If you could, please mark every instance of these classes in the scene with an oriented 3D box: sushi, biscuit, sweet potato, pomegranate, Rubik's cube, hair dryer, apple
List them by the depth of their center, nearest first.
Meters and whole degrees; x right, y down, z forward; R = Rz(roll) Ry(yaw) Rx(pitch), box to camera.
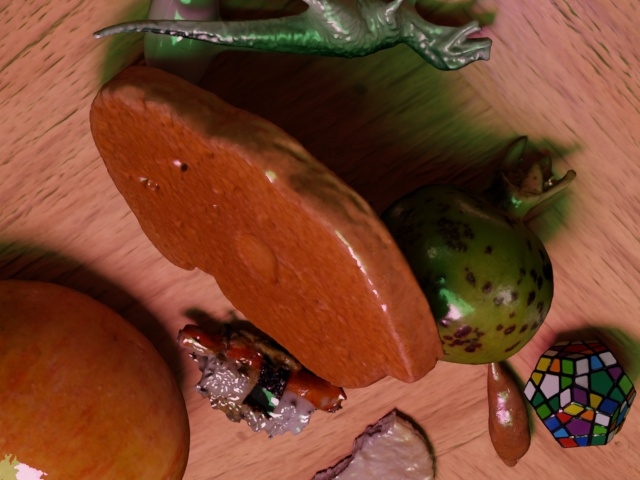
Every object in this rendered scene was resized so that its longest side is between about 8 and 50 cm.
[{"bbox_3d":[-0.049,-0.239,1.360,0.237,0.075,0.206,10,125,-7],"label":"hair dryer"},{"bbox_3d":[-0.060,-0.013,1.387,0.455,0.078,0.349,36,159,22],"label":"biscuit"},{"bbox_3d":[0.156,0.012,1.440,0.211,0.211,0.263,28,100,-13],"label":"pomegranate"},{"bbox_3d":[0.302,0.178,1.598,0.112,0.133,0.133,25,135,24],"label":"Rubik's cube"},{"bbox_3d":[-0.359,0.252,1.645,0.400,0.333,0.400,5,131,6],"label":"apple"},{"bbox_3d":[0.227,0.206,1.677,0.056,0.056,0.195,-4,124,14],"label":"sweet potato"},{"bbox_3d":[-0.082,0.175,1.682,0.226,0.103,0.097,31,145,-12],"label":"sushi"},{"bbox_3d":[0.072,0.322,1.818,0.133,0.032,0.250,32,128,-15],"label":"biscuit"}]

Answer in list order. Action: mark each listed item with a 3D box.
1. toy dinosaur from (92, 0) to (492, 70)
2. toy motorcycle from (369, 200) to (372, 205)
[{"bbox_3d":[-0.017,-0.239,1.310,0.383,0.076,0.129,6,105,-7],"label":"toy dinosaur"},{"bbox_3d":[0.000,0.000,1.546,0.100,0.058,0.173,5,132,-3],"label":"toy motorcycle"}]
